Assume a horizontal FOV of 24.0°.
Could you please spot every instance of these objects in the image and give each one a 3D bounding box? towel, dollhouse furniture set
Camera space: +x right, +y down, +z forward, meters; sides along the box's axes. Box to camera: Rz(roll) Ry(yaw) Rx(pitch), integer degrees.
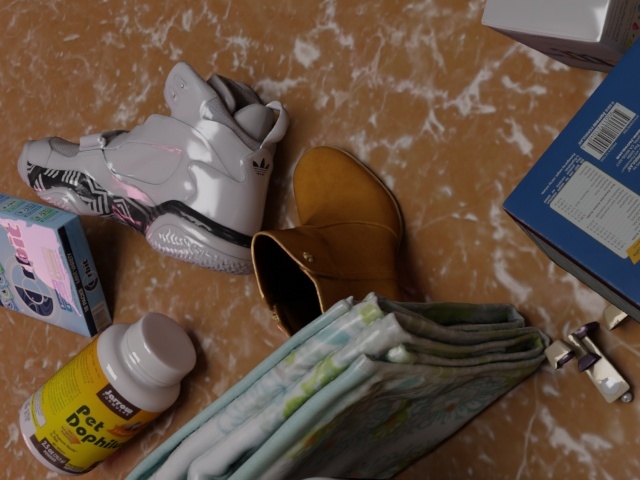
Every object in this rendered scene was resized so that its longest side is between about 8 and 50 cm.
[{"bbox_3d":[0.011,0.183,1.428,0.374,0.320,0.090,-40,65,25],"label":"towel"},{"bbox_3d":[0.283,0.097,1.390,0.114,0.091,0.081,-43,74,21],"label":"dollhouse furniture set"}]

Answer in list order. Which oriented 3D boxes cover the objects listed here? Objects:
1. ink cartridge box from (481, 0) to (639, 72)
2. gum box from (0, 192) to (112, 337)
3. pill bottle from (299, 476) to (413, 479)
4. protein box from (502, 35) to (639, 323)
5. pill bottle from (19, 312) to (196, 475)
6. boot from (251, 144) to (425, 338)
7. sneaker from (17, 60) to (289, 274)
[{"bbox_3d":[0.258,-0.232,1.397,0.127,0.176,0.128,15,92,36],"label":"ink cartridge box"},{"bbox_3d":[-0.350,0.026,1.864,0.184,0.041,0.157,14,128,39],"label":"gum box"},{"bbox_3d":[0.070,0.298,1.397,0.153,0.265,0.153,-8,76,36],"label":"pill bottle"},{"bbox_3d":[0.311,-0.031,1.316,0.201,0.136,0.200,39,91,35],"label":"protein box"},{"bbox_3d":[-0.245,0.176,1.759,0.215,0.117,0.117,-40,60,26],"label":"pill bottle"},{"bbox_3d":[0.000,0.001,1.537,0.104,0.211,0.295,-42,59,24],"label":"boot"},{"bbox_3d":[-0.190,-0.108,1.760,0.366,0.137,0.210,23,95,34],"label":"sneaker"}]
